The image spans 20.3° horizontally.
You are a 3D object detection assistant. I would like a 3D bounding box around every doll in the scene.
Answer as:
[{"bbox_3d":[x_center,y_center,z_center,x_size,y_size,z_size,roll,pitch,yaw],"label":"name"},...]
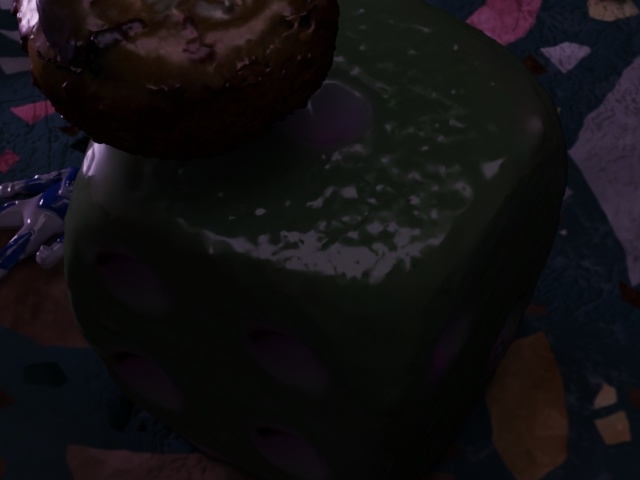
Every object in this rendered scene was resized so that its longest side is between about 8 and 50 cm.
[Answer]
[{"bbox_3d":[-0.243,-0.030,1.665,0.227,0.057,0.114,-23,49,-20],"label":"doll"}]

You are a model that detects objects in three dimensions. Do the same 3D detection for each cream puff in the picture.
[{"bbox_3d":[-0.103,-0.158,1.286,0.240,0.164,0.240,4,63,-7],"label":"cream puff"}]

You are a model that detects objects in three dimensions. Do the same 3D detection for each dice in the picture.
[{"bbox_3d":[0.000,0.000,1.469,0.322,0.330,0.318,25,57,19],"label":"dice"}]
